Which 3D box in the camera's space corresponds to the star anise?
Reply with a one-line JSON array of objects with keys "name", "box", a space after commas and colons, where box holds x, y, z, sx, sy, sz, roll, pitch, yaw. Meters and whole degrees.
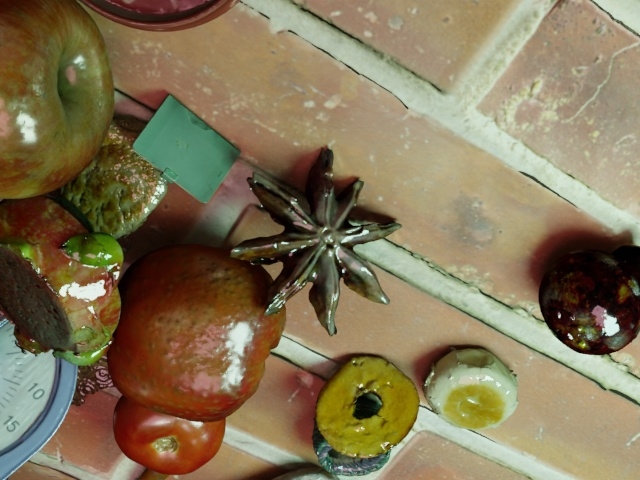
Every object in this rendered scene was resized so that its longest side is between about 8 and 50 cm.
[{"name": "star anise", "box": [0.001, -0.001, 1.299, 0.288, 0.288, 0.088, 35, 162, -19]}]

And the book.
[{"name": "book", "box": [-0.192, -0.127, 1.280, 0.135, 0.103, 0.017, 38, 161, -21]}]

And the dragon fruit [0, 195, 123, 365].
[{"name": "dragon fruit", "box": [-0.383, 0.042, 1.234, 0.268, 0.130, 0.295, 11, 135, 38]}]

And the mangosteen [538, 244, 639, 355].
[{"name": "mangosteen", "box": [0.423, 0.083, 1.359, 0.184, 0.172, 0.172, -43, 117, -11]}]

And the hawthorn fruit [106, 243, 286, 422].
[{"name": "hawthorn fruit", "box": [-0.200, 0.136, 1.355, 0.300, 0.275, 0.275, 9, 125, 14]}]

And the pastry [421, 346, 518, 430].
[{"name": "pastry", "box": [0.252, 0.253, 1.514, 0.166, 0.088, 0.166, 3, 123, 4]}]

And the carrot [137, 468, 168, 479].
[{"name": "carrot", "box": [-0.327, 0.453, 1.704, 0.048, 0.048, 0.216, 31, 125, -17]}]

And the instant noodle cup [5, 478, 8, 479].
[{"name": "instant noodle cup", "box": [-0.694, 0.424, 1.565, 0.340, 0.266, 0.340, 1, 125, 2]}]

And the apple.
[{"name": "apple", "box": [-0.414, -0.193, 1.129, 0.301, 0.301, 0.301, 1, 124, 2]}]

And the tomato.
[{"name": "tomato", "box": [-0.259, 0.310, 1.543, 0.195, 0.136, 0.195, -1, 123, -2]}]

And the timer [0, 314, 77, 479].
[{"name": "timer", "box": [-0.542, 0.173, 1.347, 0.395, 0.395, 0.173, 32, 161, -18]}]

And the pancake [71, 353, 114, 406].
[{"name": "pancake", "box": [-0.416, 0.255, 1.585, 0.184, 0.020, 0.190, 35, 119, -21]}]

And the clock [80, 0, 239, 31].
[{"name": "clock", "box": [-0.210, -0.411, 1.092, 0.318, 0.080, 0.318, 4, 123, 6]}]

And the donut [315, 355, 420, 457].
[{"name": "donut", "box": [0.075, 0.286, 1.501, 0.178, 0.162, 0.065, -37, 159, -19]}]

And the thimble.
[{"name": "thimble", "box": [0.059, 0.348, 1.583, 0.135, 0.090, 0.118, -22, 120, 17]}]

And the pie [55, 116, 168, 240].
[{"name": "pie", "box": [-0.305, -0.093, 1.309, 0.193, 0.079, 0.163, -38, 104, 15]}]

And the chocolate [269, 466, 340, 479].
[{"name": "chocolate", "box": [-0.071, 0.529, 1.707, 0.303, 0.100, 0.185, -27, 108, 16]}]
